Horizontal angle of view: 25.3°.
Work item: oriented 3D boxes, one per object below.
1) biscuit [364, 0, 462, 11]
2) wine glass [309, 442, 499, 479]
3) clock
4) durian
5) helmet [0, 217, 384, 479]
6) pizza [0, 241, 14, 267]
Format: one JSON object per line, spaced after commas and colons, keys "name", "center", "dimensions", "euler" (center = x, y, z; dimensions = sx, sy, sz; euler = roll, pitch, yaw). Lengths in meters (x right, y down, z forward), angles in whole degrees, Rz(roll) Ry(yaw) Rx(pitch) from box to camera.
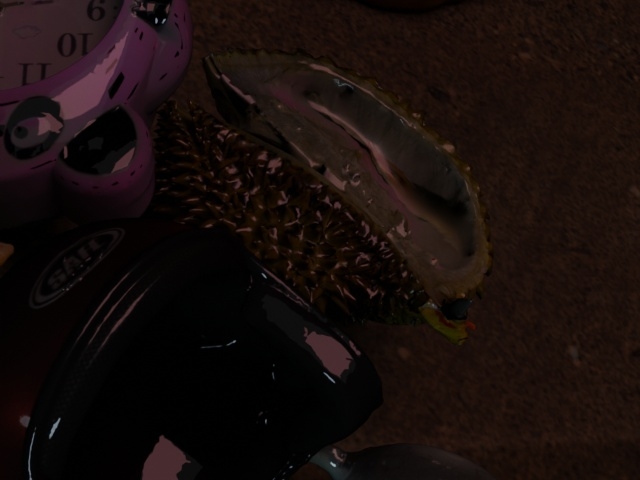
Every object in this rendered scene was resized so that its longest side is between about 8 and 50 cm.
{"name": "biscuit", "center": [0.019, -0.329, 1.233], "dimensions": [0.351, 0.057, 0.312], "euler": [7, 53, -32]}
{"name": "wine glass", "center": [0.060, 0.164, 0.828], "dimensions": [0.202, 0.093, 0.093], "euler": [37, 42, -6]}
{"name": "clock", "center": [-0.188, -0.120, 0.828], "dimensions": [0.228, 0.090, 0.247], "euler": [-1, 60, -3]}
{"name": "durian", "center": [0.000, 0.000, 0.876], "dimensions": [0.193, 0.137, 0.237], "euler": [-7, 47, -40]}
{"name": "helmet", "center": [-0.088, 0.092, 0.696], "dimensions": [0.193, 0.216, 0.189], "euler": [16, 46, 31]}
{"name": "pizza", "center": [-0.248, -0.006, 0.698], "dimensions": [0.053, 0.201, 0.193], "euler": [60, 15, -61]}
